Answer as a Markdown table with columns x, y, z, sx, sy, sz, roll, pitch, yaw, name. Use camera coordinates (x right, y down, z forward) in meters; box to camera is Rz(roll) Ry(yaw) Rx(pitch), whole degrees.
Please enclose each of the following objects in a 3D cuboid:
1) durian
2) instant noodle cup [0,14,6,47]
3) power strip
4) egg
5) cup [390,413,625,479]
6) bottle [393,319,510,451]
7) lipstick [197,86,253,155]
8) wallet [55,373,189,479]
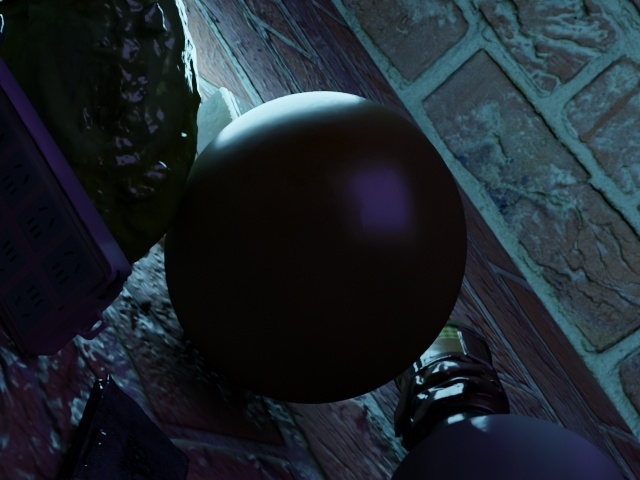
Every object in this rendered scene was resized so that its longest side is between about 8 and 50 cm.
| x | y | z | sx | sy | sz | roll | pitch | yaw | name |
| --- | --- | --- | --- | --- | --- | --- | --- | --- | --- |
| -0.213 | -0.126 | 1.257 | 0.256 | 0.204 | 0.340 | 134 | -43 | -80 | durian |
| -0.339 | -0.157 | 1.070 | 0.179 | 0.157 | 0.070 | -101 | 180 | -61 | instant noodle cup |
| -0.256 | -0.035 | 1.117 | 0.279 | 0.109 | 0.037 | 56 | 18 | 22 | power strip |
| 0.000 | 0.000 | 1.366 | 0.301 | 0.301 | 0.374 | 47 | 30 | -11 | egg |
| 0.151 | 0.328 | 1.154 | 0.253 | 0.253 | 0.371 | 49 | 19 | -4 | cup |
| 0.159 | 0.212 | 1.653 | 0.271 | 0.143 | 0.156 | -98 | -176 | -67 | bottle |
| -0.085 | -0.055 | 1.698 | 0.079 | 0.076 | 0.371 | 35 | 21 | -37 | lipstick |
| -0.151 | 0.183 | 1.049 | 0.111 | 0.030 | 0.166 | 50 | 16 | -17 | wallet |
